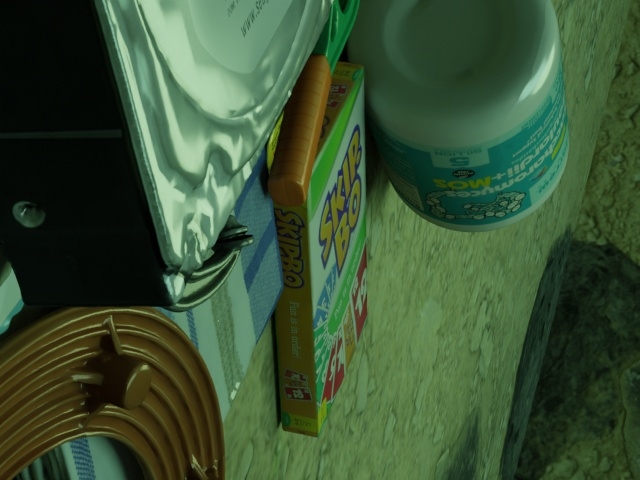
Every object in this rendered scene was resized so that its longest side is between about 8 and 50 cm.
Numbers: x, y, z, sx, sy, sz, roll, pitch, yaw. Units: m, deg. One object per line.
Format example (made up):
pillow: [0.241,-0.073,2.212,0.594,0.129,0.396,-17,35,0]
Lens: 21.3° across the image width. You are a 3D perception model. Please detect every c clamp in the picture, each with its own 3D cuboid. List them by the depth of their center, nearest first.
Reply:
c clamp: [-0.061,-0.049,0.813,0.137,0.022,0.161,-12,95,-64]

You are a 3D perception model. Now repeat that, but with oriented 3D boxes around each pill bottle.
pill bottle: [0.109,-0.096,1.259,0.264,0.146,0.146,61,42,-68]

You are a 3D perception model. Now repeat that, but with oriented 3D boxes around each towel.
towel: [-0.081,0.050,0.875,0.285,0.034,0.209,-68,160,-43]

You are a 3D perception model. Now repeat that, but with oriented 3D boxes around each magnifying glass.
magnifying glass: [-0.001,-0.123,1.017,0.092,0.026,0.231,78,18,-56]

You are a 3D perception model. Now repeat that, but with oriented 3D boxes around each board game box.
board game box: [0.000,0.000,1.149,0.124,0.039,0.259,-65,157,-45]

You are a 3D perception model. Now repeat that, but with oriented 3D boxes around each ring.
ring: [-0.120,0.190,0.731,0.336,0.032,0.337,-48,147,-46]

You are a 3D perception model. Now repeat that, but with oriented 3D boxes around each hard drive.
hard drive: [-0.068,-0.181,0.530,0.237,0.064,0.339,-67,150,-53]

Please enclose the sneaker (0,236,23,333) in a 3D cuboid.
sneaker: [-0.145,0.020,0.530,0.092,0.087,0.229,75,22,-45]
